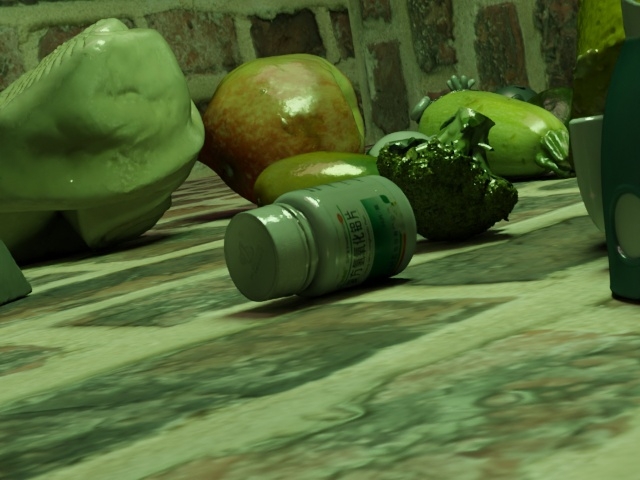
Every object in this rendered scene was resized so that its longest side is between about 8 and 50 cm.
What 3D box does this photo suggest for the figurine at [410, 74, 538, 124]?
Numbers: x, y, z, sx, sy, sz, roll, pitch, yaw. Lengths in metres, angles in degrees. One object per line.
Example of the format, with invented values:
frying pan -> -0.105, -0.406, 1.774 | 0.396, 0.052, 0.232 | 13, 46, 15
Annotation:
figurine -> 0.241, -0.178, 2.094 | 0.265, 0.140, 0.193 | -25, -39, 19

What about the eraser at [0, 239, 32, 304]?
eraser -> -0.387, 0.045, 1.139 | 0.111, 0.077, 0.352 | -8, 5, 18

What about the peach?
peach -> -0.067, -0.150, 1.899 | 0.256, 0.232, 0.232 | -19, 4, 9

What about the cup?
cup -> 0.240, -0.064, 0.767 | 0.167, 0.173, 0.299 | -10, 5, -24

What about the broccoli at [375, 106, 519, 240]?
broccoli -> 0.115, -0.057, 1.177 | 0.131, 0.120, 0.130 | 25, -5, 9

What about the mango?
mango -> 0.025, -0.052, 1.457 | 0.194, 0.092, 0.130 | -1, 2, -11

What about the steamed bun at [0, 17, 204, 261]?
steamed bun -> -0.305, -0.109, 1.699 | 0.367, 0.255, 0.342 | -37, 17, 18

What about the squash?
squash -> 0.265, -0.144, 1.778 | 0.137, 0.137, 0.287 | -12, 9, -32

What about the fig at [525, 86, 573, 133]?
fig -> 0.338, -0.152, 1.913 | 0.117, 0.117, 0.177 | -8, 25, 12

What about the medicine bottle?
medicine bottle -> 0.000, 0.000, 0.969 | 0.130, 0.080, 0.080 | -14, 8, -39

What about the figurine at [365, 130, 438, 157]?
figurine -> 0.124, -0.090, 1.661 | 0.147, 0.094, 0.197 | 20, 12, 30

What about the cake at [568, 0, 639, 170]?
cake -> 0.271, -0.123, 0.958 | 0.179, 0.156, 0.260 | 1, -30, 13
